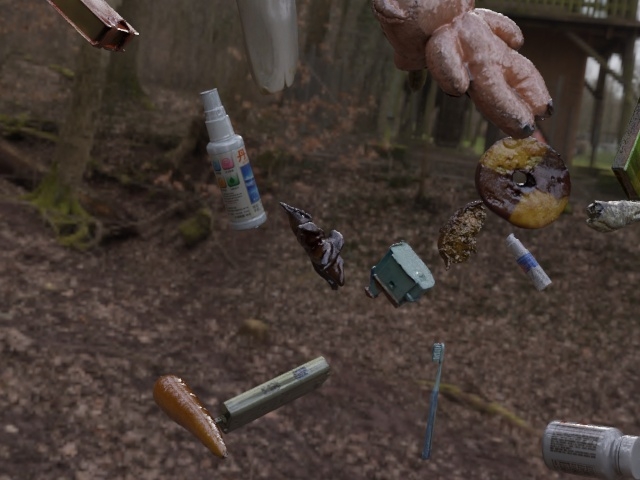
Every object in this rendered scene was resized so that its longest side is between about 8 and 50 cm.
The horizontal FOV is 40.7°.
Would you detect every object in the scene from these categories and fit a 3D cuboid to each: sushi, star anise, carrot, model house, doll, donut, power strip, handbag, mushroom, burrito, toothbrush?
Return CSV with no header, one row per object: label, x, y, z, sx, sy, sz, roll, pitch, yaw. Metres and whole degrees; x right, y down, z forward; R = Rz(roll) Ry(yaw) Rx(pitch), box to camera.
sushi,0.216,-0.008,1.324,0.061,0.118,0.060,14,-1,-11
star anise,0.000,0.000,2.137,0.102,0.272,0.272,-32,14,-2
carrot,-0.226,0.295,1.476,0.069,0.069,0.336,1,10,-27
model house,0.187,0.104,2.169,0.148,0.148,0.119,53,28,13
doll,0.200,-0.263,1.262,0.201,0.303,0.156,-37,-2,-39
donut,0.376,-0.111,1.630,0.184,0.166,0.073,18,4,-10
power strip,-0.101,0.293,1.604,0.267,0.092,0.034,-22,64,-27
handbag,-0.417,-0.411,1.510,0.190,0.063,0.127,45,13,6
mushroom,-0.121,-0.523,1.855,0.137,0.408,0.154,-2,13,8
burrito,0.577,-0.054,1.672,0.229,0.058,0.063,-12,63,-39
toothbrush,0.192,0.278,1.487,0.019,0.220,0.016,3,17,-5
carrot,0.241,-0.487,2.052,0.070,0.342,0.070,-1,46,1

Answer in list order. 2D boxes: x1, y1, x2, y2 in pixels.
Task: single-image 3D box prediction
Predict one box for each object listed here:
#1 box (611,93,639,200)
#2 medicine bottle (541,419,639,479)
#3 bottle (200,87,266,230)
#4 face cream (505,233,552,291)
box,0.581,-0.182,1.547,0.030,0.193,0.121,16,-16,40
medicine bottle,0.413,0.318,1.304,0.140,0.079,0.079,-2,1,43
bottle,-0.139,-0.122,1.310,0.060,0.217,0.060,-15,19,5
face cream,0.426,0.044,1.783,0.130,0.034,0.034,57,29,15
